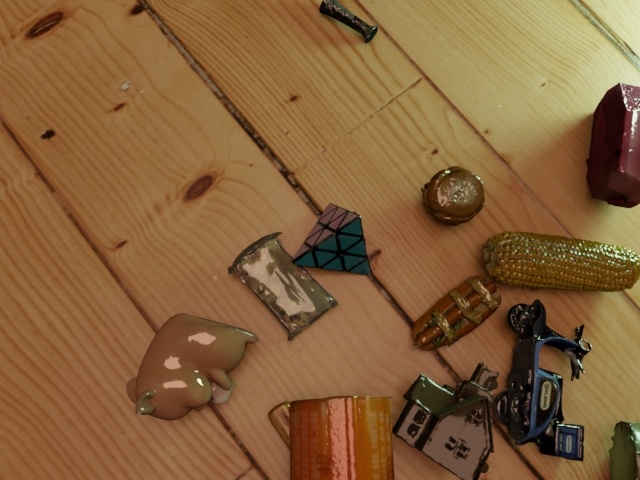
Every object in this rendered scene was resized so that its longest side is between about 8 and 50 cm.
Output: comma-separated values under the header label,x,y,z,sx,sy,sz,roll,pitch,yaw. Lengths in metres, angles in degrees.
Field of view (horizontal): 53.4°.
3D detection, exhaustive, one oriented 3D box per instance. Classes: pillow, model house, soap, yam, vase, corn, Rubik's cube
label,x,y,z,sx,sy,sz,roll,pitch,yaw
pillow,-0.095,0.110,1.552,0.169,0.059,0.255,-39,82,-17
model house,0.297,0.374,1.422,0.204,0.211,0.243,33,80,4
soap,0.772,-0.235,1.626,0.127,0.220,0.325,8,75,8
yam,0.810,0.518,1.431,0.299,0.195,0.195,8,74,0
vase,0.078,-0.614,1.764,0.167,0.059,0.059,35,75,6
corn,0.585,0.057,1.573,0.386,0.144,0.144,7,74,-7
Rubik's cube,0.000,0.000,1.568,0.178,0.211,0.190,-24,43,-10

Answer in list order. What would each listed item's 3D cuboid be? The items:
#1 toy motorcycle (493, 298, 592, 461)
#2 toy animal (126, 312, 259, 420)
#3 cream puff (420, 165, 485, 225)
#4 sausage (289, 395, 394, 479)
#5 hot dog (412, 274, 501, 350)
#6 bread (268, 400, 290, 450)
label,x,y,z,sx,sy,sz,roll,pitch,yaw
toy motorcycle,0.531,0.321,1.507,0.212,0.125,0.359,11,76,-9
toy animal,-0.292,0.286,1.436,0.212,0.195,0.256,30,74,-19
cream puff,0.333,-0.111,1.611,0.165,0.115,0.150,9,81,-11
sausage,0.046,0.487,1.371,0.232,0.233,0.287,0,73,-4
hot dog,0.331,0.181,1.553,0.269,0.072,0.109,-35,77,-13
bread,-0.073,0.425,1.470,0.062,0.049,0.103,-35,80,-4
